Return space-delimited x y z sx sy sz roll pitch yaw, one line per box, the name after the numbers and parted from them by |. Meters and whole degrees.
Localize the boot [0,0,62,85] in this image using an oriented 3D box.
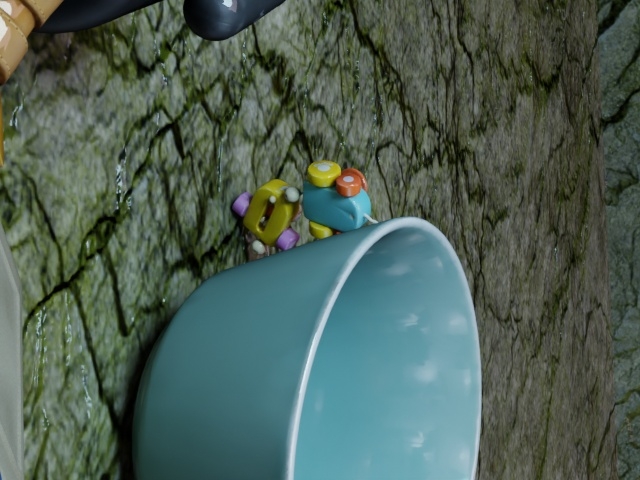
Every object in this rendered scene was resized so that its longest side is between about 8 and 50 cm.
-0.116 -0.138 0.663 0.109 0.283 0.220 118 -11 -61 | boot

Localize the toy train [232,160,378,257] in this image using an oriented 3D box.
0.000 0.000 1.207 0.046 0.166 0.125 -39 99 -44 | toy train

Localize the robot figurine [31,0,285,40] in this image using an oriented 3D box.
-0.124 -0.217 0.883 0.278 0.174 0.209 -42 126 -62 | robot figurine

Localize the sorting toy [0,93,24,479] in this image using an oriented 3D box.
-0.185 0.031 0.787 0.347 0.047 0.196 -102 -173 -46 | sorting toy

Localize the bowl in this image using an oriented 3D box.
-0.016 0.134 1.083 0.311 0.163 0.311 -13 104 -61 | bowl
